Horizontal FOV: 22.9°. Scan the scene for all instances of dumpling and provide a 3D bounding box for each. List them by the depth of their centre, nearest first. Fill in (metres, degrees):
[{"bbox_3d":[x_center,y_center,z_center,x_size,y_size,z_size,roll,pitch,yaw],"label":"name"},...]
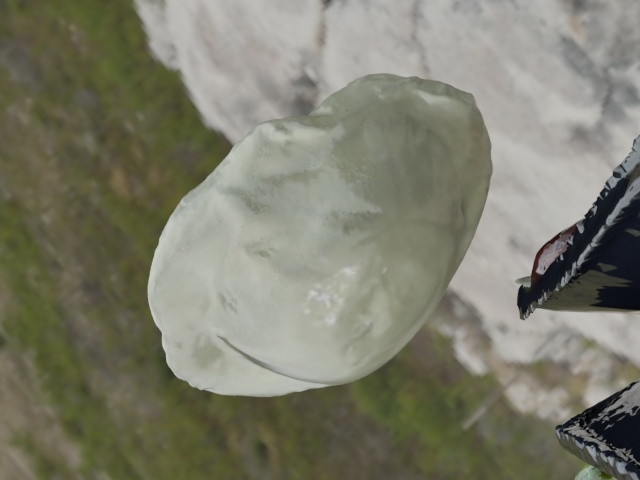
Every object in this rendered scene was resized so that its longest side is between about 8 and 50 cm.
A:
[{"bbox_3d":[0.000,0.000,0.951,0.162,0.250,0.132,33,-165,-35],"label":"dumpling"}]

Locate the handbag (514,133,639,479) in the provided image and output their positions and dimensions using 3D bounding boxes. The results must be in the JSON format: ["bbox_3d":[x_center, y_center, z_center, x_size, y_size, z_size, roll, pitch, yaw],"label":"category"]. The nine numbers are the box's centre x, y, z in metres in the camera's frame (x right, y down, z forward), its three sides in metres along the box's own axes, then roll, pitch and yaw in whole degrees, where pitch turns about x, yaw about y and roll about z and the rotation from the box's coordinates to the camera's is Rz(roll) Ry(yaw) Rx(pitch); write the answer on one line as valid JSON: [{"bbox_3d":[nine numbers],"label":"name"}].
[{"bbox_3d":[0.225,-0.009,0.485,0.329,0.303,0.122,116,138,-87],"label":"handbag"}]

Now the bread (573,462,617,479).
[{"bbox_3d":[0.290,0.299,1.059,0.166,0.112,0.384,-33,68,54],"label":"bread"}]
